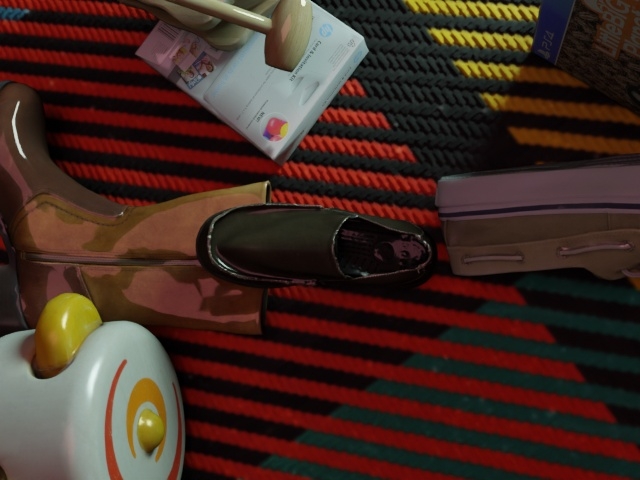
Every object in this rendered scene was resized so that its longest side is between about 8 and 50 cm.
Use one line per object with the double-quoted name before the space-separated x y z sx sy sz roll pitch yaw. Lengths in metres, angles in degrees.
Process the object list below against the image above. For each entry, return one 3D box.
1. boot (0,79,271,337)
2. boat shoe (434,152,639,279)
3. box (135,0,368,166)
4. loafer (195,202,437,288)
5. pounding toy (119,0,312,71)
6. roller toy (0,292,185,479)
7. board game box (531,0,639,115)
"boot" -0.188 -0.036 0.697 0.280 0.096 0.264 -5 80 9
"boat shoe" 0.233 -0.017 0.574 0.302 0.109 0.094 0 102 42
"box" -0.069 -0.186 0.717 0.186 0.038 0.145 37 93 14
"loafer" 0.000 0.000 0.636 0.220 0.078 0.080 1 82 -4
"pounding toy" -0.107 -0.268 0.634 0.269 0.155 0.154 28 94 15
"roller toy" -0.204 0.166 0.627 0.146 0.191 0.209 -7 66 12
"board game box" 0.325 -0.164 0.532 0.291 0.232 0.141 36 92 14
